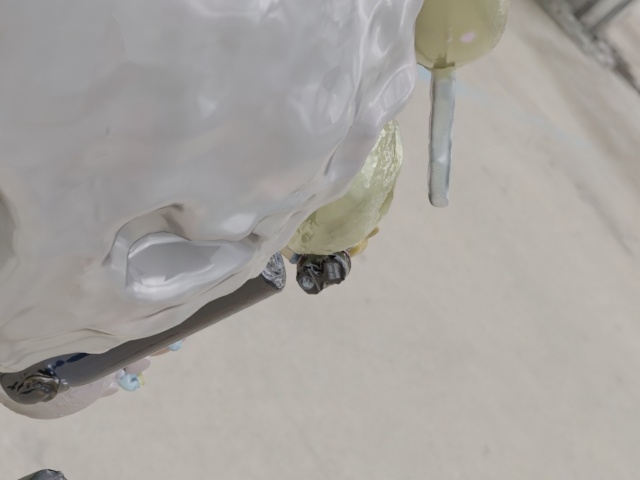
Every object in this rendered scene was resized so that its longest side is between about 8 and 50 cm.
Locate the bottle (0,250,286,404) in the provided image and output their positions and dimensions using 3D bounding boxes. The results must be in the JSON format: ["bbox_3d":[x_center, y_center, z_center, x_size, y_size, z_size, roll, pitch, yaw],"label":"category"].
[{"bbox_3d":[-0.146,0.059,1.125,0.072,0.244,0.082,52,20,-36],"label":"bottle"}]

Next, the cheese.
[{"bbox_3d":[0.065,-0.127,0.733,0.064,0.227,0.137,4,23,4],"label":"cheese"}]

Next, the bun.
[{"bbox_3d":[0.001,-0.116,1.485,0.259,0.160,0.259,54,-21,32],"label":"bun"}]

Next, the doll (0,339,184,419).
[{"bbox_3d":[-0.226,0.089,1.456,0.151,0.151,0.287,52,28,11],"label":"doll"}]

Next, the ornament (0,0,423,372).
[{"bbox_3d":[-0.123,-0.112,0.497,0.337,0.337,0.337,39,23,-20],"label":"ornament"}]

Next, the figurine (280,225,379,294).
[{"bbox_3d":[0.000,0.000,1.686,0.108,0.114,0.196,55,18,-13],"label":"figurine"}]

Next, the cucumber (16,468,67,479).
[{"bbox_3d":[-0.211,0.196,0.994,0.048,0.105,0.048,32,35,-25],"label":"cucumber"}]
